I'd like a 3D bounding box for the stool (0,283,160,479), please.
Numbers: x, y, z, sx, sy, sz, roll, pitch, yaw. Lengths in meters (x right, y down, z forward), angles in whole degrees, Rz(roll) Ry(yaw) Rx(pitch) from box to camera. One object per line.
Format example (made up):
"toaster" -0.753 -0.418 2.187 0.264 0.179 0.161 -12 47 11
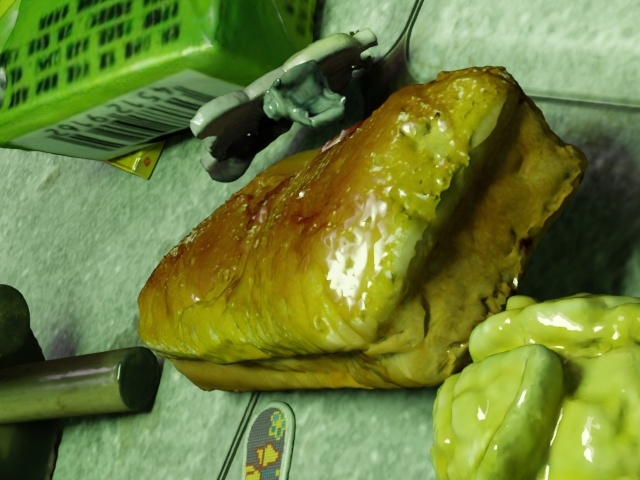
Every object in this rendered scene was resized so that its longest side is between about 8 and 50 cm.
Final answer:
"stool" -0.263 0.152 0.989 0.178 0.272 0.272 -1 68 34

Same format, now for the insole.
"insole" -0.043 0.199 0.874 0.065 0.004 0.197 -18 56 46

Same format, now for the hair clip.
"hair clip" -0.020 -0.097 0.917 0.146 0.056 0.187 -34 6 -6

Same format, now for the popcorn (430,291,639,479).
"popcorn" 0.129 0.104 0.601 0.195 0.168 0.174 101 158 -59

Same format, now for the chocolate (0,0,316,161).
"chocolate" -0.135 -0.226 1.106 0.300 0.137 0.289 -12 64 39

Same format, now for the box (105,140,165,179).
"box" -0.149 -0.135 1.200 0.087 0.023 0.155 22 87 52

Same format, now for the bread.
"bread" 0.000 0.000 0.806 0.185 0.109 0.380 -60 17 -19
